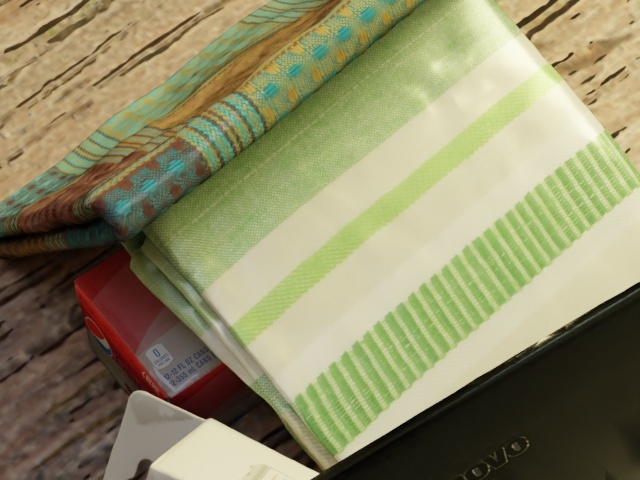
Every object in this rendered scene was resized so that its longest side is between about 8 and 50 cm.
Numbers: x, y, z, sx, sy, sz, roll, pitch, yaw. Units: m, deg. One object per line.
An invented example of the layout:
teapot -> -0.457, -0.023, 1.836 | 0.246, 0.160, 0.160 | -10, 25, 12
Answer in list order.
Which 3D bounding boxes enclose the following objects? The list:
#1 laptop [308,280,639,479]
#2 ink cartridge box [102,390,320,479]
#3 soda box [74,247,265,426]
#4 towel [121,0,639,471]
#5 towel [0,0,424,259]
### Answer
laptop -> 0.258, 0.216, 0.770 | 0.382, 0.236, 0.408 | -27, 98, -31
ink cartridge box -> -0.033, 0.167, 0.817 | 0.198, 0.115, 0.067 | 25, 23, 14
soda box -> 0.000, 0.000, 0.939 | 0.263, 0.083, 0.092 | -35, 66, -18
towel -> 0.088, 0.049, 0.878 | 0.248, 0.038, 0.325 | -39, 88, -19
towel -> -0.011, -0.116, 0.920 | 0.370, 0.271, 0.040 | -40, 102, -20
